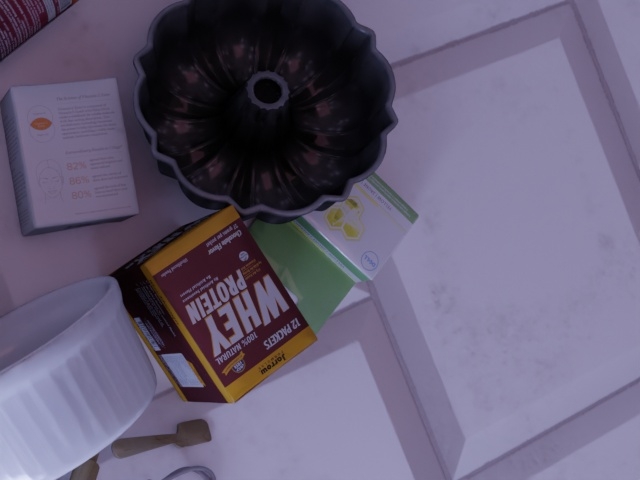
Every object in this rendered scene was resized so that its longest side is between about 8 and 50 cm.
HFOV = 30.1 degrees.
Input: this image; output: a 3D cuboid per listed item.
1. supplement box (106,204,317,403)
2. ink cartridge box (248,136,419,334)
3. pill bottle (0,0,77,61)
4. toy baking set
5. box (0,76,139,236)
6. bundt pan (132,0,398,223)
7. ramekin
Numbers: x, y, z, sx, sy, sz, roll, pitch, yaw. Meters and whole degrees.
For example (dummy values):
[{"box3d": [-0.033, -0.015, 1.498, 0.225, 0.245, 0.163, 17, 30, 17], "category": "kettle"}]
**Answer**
[{"box3d": [-0.137, 0.081, 1.430, 0.129, 0.194, 0.191, -36, 98, -24], "category": "supplement box"}, {"box3d": [0.000, 0.000, 1.579, 0.171, 0.056, 0.235, 43, 67, -14], "category": "ink cartridge box"}, {"box3d": [-0.395, -0.274, 1.400, 0.221, 0.121, 0.121, -45, 102, -22], "category": "pill bottle"}, {"box3d": [-0.217, 0.318, 1.428, 0.197, 0.030, 0.256, 27, 55, -28], "category": "toy baking set"}, {"box3d": [-0.304, -0.101, 1.435, 0.130, 0.091, 0.170, -9, 87, -24], "category": "box"}, {"box3d": [-0.077, -0.163, 1.497, 0.331, 0.124, 0.330, 4, 70, -12], "category": "bundt pan"}, {"box3d": [-0.315, 0.165, 1.305, 0.277, 0.277, 0.135, -34, 106, -24], "category": "ramekin"}]
